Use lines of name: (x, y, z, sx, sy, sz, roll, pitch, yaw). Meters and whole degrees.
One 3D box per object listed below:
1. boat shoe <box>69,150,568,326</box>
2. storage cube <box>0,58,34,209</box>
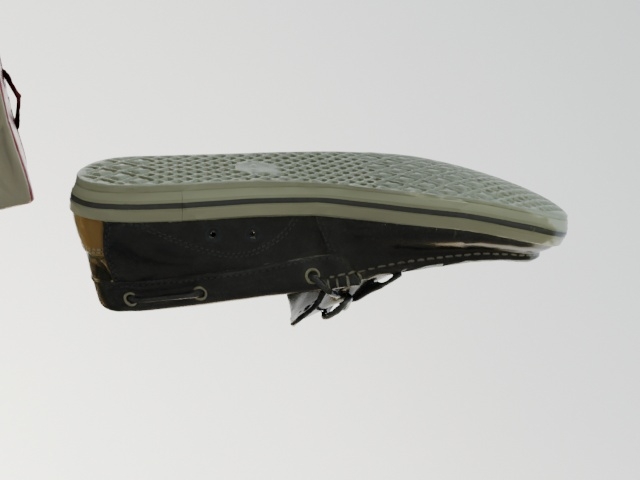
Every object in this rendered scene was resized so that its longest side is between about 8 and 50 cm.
boat shoe: (0.000, 0.000, 1.316, 0.500, 0.187, 0.156, -1, -73, -6)
storage cube: (-0.423, -0.121, 1.382, 0.215, 0.193, 0.184, -14, -73, -12)
